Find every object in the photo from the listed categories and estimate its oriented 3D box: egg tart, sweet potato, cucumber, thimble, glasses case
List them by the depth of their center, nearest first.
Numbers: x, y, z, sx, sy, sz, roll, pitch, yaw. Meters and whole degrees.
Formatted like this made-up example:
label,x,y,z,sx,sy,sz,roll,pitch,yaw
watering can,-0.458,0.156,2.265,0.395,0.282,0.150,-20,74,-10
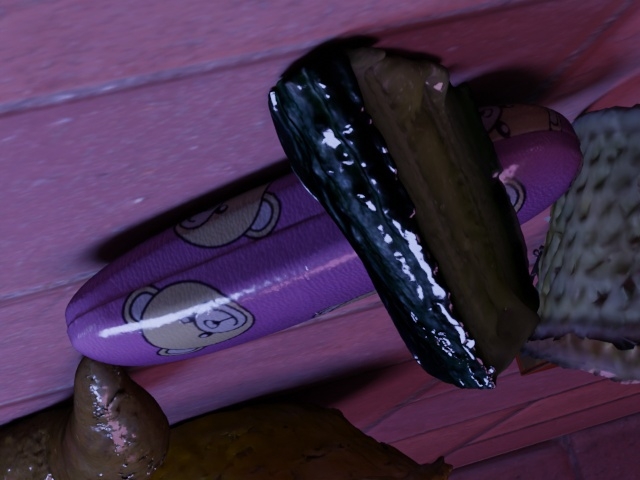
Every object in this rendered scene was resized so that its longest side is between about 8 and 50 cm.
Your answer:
label,x,y,z,sx,sy,sz,roll,pitch,yaw
cucumber,0.043,-0.019,0.968,0.085,0.193,0.115,-23,-163,28
glasses case,0.000,0.000,1.103,0.316,0.076,0.123,-23,167,17
thimble,0.266,0.021,1.189,0.270,0.150,0.271,11,172,2
sweet potato,-0.191,0.165,1.507,0.124,0.098,0.310,-1,156,-35
egg tart,-0.082,0.266,1.908,0.443,0.178,0.443,-19,170,-4

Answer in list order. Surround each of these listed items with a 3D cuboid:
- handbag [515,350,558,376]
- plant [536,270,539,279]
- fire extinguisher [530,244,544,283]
label,x,y,z,sx,sy,sz,roll,pitch,yaw
handbag,0.298,0.085,1.958,0.127,0.063,0.190,-10,168,-32
plant,0.223,0.039,1.580,0.094,0.092,0.143,-12,176,1
fire extinguisher,0.220,-0.014,1.463,0.049,0.035,0.173,-13,167,-34
